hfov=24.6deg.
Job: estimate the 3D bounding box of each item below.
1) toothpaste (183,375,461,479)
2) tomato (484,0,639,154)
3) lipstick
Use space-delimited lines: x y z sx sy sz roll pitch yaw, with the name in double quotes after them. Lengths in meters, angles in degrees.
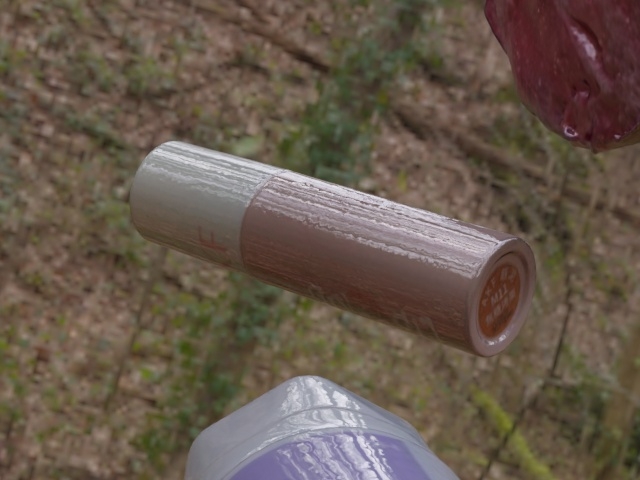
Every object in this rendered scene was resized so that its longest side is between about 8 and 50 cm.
0.019 0.111 0.239 0.080 0.125 0.371 15 9 -10 "toothpaste"
0.242 -0.209 1.024 0.176 0.334 0.289 -6 44 -14 "tomato"
0.000 0.000 0.867 0.254 0.070 0.070 18 2 35 "lipstick"
